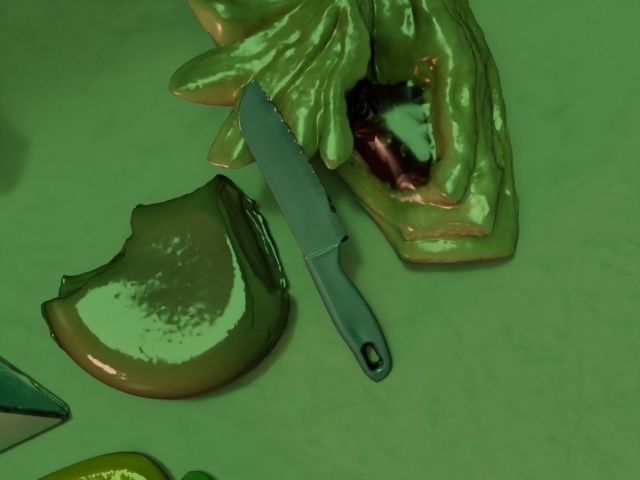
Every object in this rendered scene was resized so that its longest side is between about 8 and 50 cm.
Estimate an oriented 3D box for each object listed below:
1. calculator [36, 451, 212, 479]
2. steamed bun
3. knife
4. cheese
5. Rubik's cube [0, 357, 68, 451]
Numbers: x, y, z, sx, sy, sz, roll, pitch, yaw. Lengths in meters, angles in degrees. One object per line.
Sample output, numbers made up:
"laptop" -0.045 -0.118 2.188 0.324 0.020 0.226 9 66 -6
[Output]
"calculator" -0.190 0.261 1.443 0.235 0.032 0.146 -22 83 4
"steamed bun" 0.007 -0.175 1.402 0.247 0.189 0.428 -14 83 11
"knife" 0.000 0.000 1.361 0.044 0.019 0.313 -21 124 10
"cheese" -0.132 0.049 1.432 0.202 0.091 0.175 -20 81 3
"Rubik's cube" -0.401 0.125 1.422 0.228 0.233 0.229 2 39 41
